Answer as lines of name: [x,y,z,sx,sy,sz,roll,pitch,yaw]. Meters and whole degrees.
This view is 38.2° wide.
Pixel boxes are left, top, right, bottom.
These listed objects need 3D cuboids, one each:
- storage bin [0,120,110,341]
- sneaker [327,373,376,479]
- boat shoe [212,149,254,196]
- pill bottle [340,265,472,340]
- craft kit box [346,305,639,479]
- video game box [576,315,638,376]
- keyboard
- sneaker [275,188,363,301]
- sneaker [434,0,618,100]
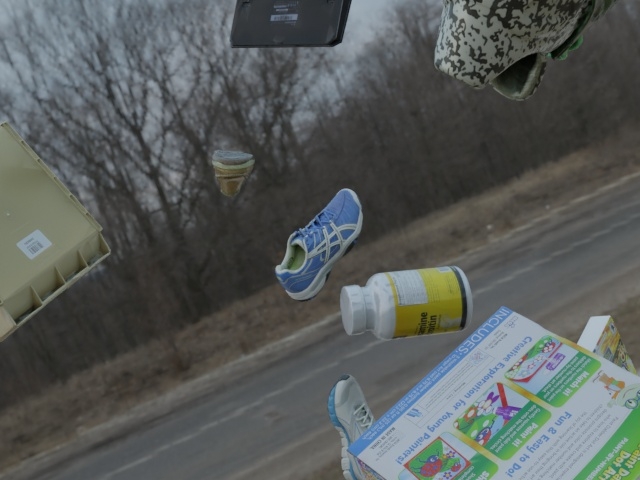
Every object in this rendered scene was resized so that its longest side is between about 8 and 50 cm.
storage bin: [-0.476,-0.007,1.324,0.123,0.260,0.262,-37,7,30]
sneaker: [0.070,0.293,1.432,0.083,0.190,0.071,1,25,40]
boat shoe: [-0.143,-0.107,1.506,0.068,0.072,0.190,3,8,-6]
pill bottle: [0.128,0.096,1.395,0.184,0.103,0.103,-6,1,-12]
craft kit box: [0.197,0.201,0.913,0.250,0.061,0.247,-38,38,-21]
video game box: [0.501,0.269,1.645,0.048,0.187,0.205,-7,30,42]
keyboard: [-0.037,-0.291,1.150,0.180,0.108,0.023,9,-2,37]
sneaker: [0.000,0.000,1.554,0.080,0.081,0.211,17,72,42]
sneaker: [0.186,-0.214,0.774,0.158,0.182,0.410,32,28,23]
